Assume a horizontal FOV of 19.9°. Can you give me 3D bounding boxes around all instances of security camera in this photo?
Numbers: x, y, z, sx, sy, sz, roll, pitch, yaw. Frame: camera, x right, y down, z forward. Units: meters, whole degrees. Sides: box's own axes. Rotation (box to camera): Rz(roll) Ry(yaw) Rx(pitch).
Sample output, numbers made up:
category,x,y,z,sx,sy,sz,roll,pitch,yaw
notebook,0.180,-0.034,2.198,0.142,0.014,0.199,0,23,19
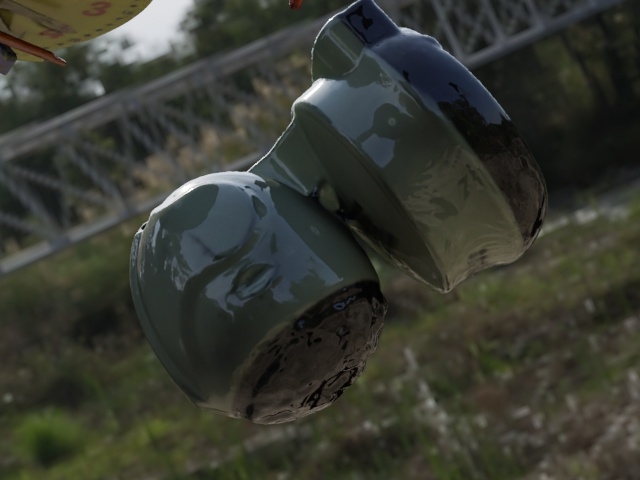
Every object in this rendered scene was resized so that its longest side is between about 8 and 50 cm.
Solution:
category,x,y,z,sx,sy,sz,roll,pitch,yaw
security camera,0.000,0.000,1.251,0.277,0.191,0.197,-38,-17,-8

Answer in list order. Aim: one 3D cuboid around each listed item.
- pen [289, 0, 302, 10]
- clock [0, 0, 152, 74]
category,x,y,z,sx,sy,sz,roll,pitch,yaw
pen,0.003,-0.244,1.085,0.026,0.218,0.026,10,-3,0
clock,-0.251,-0.176,1.283,0.277,0.071,0.293,-1,-16,-25
